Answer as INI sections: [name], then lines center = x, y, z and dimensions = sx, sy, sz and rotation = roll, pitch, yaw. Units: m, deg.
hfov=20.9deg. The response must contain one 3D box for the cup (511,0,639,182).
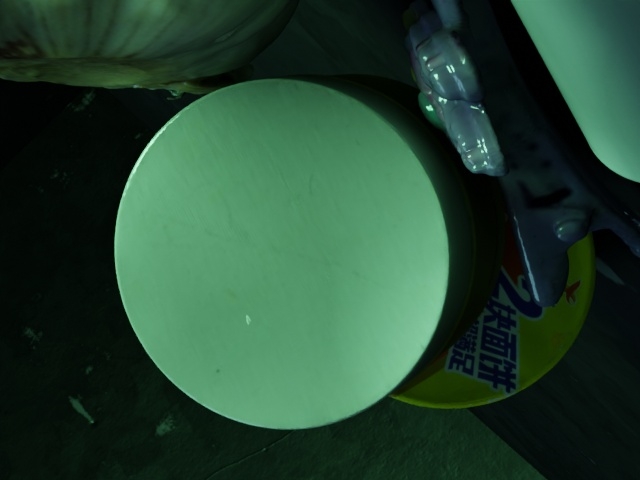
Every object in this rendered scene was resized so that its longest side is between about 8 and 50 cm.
[cup]
center = 0.147, -0.102, 0.679
dimensions = 0.133, 0.136, 0.099
rotation = 51, -155, -45

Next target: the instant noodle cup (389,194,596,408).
[instant noodle cup]
center = 0.098, 0.018, 1.317
dimensions = 0.213, 0.213, 0.174
rotation = 44, -177, 5

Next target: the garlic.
[garlic]
center = -0.143, -0.197, 1.022
dimensions = 0.322, 0.322, 0.241
rotation = 69, -179, -76

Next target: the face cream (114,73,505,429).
[face cream]
center = 0.000, 0.000, 1.137
dimensions = 0.218, 0.218, 0.179
rotation = 44, -164, 8

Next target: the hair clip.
[hair clip]
center = 0.111, -0.064, 1.052
dimensions = 0.278, 0.090, 0.137
rotation = 49, -163, -28
